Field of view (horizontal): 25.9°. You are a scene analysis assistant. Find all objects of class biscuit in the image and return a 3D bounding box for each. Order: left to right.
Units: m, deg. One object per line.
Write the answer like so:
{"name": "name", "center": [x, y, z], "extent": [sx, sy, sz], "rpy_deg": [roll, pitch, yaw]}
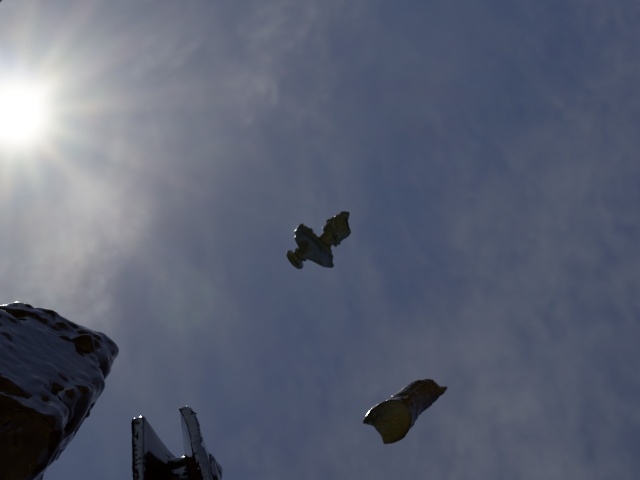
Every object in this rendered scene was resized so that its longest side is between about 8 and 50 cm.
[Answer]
{"name": "biscuit", "center": [-0.371, 0.251, 1.352], "extent": [0.395, 0.166, 0.342], "rpy_deg": [-55, -174, 7]}

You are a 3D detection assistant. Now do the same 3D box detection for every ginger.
{"name": "ginger", "center": [0.086, 0.178, 1.454], "extent": [0.044, 0.137, 0.057], "rpy_deg": [25, -70, 19]}

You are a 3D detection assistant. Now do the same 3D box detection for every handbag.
{"name": "handbag", "center": [-0.091, 0.293, 1.149], "extent": [0.084, 0.260, 0.275], "rpy_deg": [-19, -165, -3]}

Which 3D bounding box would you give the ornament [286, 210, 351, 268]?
{"name": "ornament", "center": [-0.002, 0.003, 1.778], "extent": [0.092, 0.068, 0.041], "rpy_deg": [-12, -156, 12]}
